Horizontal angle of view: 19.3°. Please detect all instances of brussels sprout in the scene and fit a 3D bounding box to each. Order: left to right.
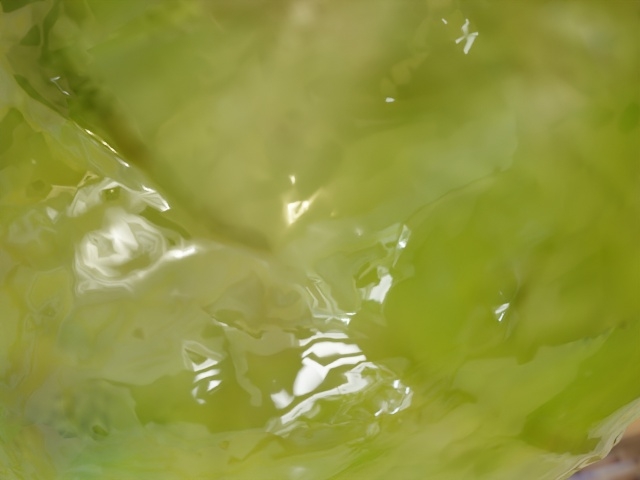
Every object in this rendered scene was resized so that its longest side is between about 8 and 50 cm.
[{"bbox_3d":[0.000,0.000,0.418,0.161,0.223,0.223,48,168,33],"label":"brussels sprout"}]
